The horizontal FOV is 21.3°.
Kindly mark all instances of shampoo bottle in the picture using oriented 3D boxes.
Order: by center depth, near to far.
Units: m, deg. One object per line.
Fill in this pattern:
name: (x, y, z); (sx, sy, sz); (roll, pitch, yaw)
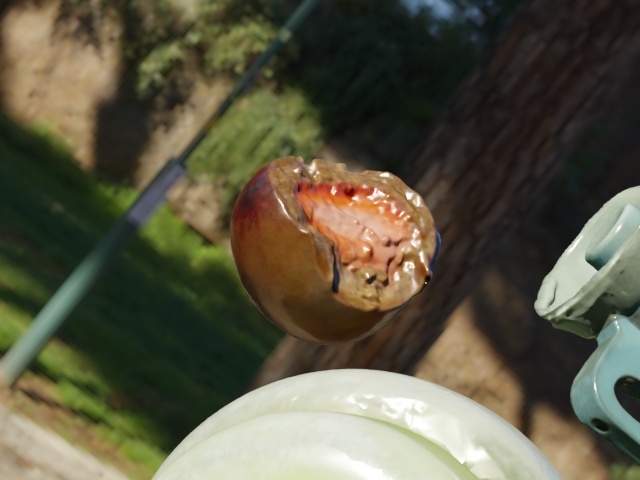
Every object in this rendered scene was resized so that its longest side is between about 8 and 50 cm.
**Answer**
shampoo bottle: (0.028, 0.246, 1.091); (0.322, 0.322, 0.317); (39, 5, 18)

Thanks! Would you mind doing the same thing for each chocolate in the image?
chocolate: (0.000, 0.000, 1.120); (0.133, 0.127, 0.124); (37, 6, -22)

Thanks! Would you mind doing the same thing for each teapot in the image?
teapot: (0.246, 0.072, 0.999); (0.225, 0.203, 0.171); (38, -38, -2)
